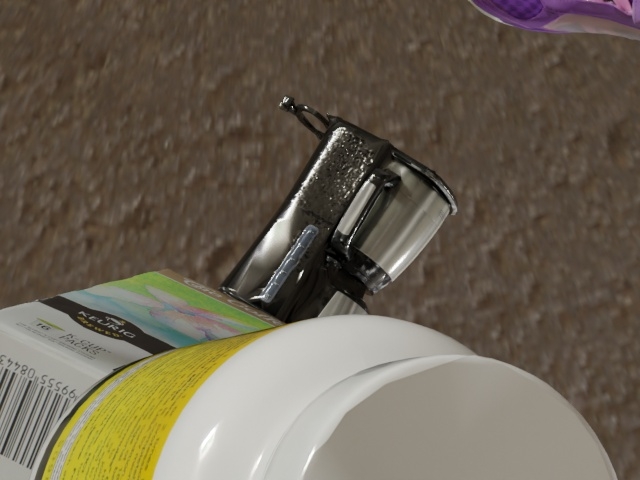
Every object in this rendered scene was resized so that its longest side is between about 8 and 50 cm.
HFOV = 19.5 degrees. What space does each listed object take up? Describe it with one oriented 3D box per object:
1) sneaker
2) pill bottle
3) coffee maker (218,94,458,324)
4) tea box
[{"bbox_3d":[0.206,-0.168,1.211,0.236,0.104,0.095,8,108,7],"label":"sneaker"},{"bbox_3d":[-0.009,0.132,0.834,0.188,0.334,0.188,3,82,-21],"label":"pill bottle"},{"bbox_3d":[0.000,0.000,1.528,0.178,0.171,0.120,-55,135,-9],"label":"coffee maker"},{"bbox_3d":[-0.061,0.192,1.258,0.329,0.323,0.220,25,100,13],"label":"tea box"}]
